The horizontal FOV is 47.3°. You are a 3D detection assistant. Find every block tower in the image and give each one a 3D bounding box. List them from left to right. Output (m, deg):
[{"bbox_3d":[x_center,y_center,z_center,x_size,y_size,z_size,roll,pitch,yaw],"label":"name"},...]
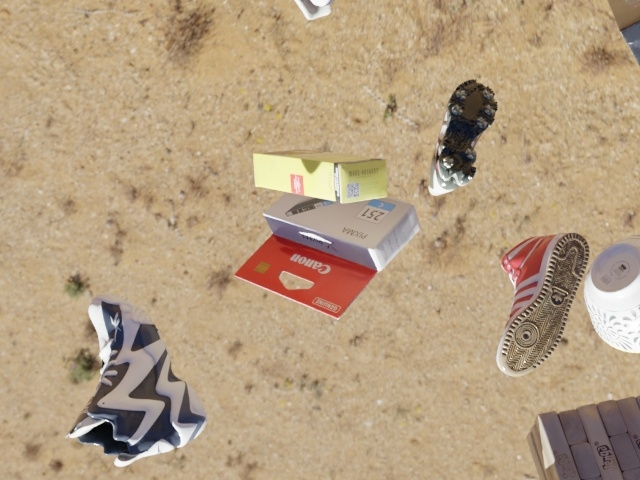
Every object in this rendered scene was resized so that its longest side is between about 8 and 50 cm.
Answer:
[{"bbox_3d":[0.347,0.173,0.638,0.336,0.097,0.091,-14,153,2],"label":"block tower"}]

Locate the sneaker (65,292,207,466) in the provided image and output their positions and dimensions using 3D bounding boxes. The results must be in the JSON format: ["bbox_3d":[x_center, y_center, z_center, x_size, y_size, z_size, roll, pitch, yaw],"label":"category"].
[{"bbox_3d":[-0.269,0.181,0.927,0.235,0.153,0.094,55,139,12],"label":"sneaker"}]

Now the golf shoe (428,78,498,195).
[{"bbox_3d":[0.285,-0.220,1.533,0.105,0.272,0.120,27,155,-6],"label":"golf shoe"}]

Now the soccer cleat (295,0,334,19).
[{"bbox_3d":[0.004,-0.460,1.147,0.116,0.331,0.143,-16,86,-5],"label":"soccer cleat"}]

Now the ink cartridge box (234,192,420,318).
[{"bbox_3d":[0.000,0.000,1.414,0.296,0.261,0.066,18,143,41],"label":"ink cartridge box"}]

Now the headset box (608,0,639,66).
[{"bbox_3d":[0.398,-0.221,0.595,0.283,0.246,0.131,-28,108,29],"label":"headset box"}]

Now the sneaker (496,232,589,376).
[{"bbox_3d":[0.162,0.048,0.574,0.042,0.067,0.118,30,84,-14],"label":"sneaker"}]

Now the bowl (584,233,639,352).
[{"bbox_3d":[0.405,0.052,0.948,0.080,0.170,0.170,32,126,-29],"label":"bowl"}]

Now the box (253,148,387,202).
[{"bbox_3d":[-0.007,-0.100,1.086,0.232,0.087,0.058,16,111,52],"label":"box"}]
